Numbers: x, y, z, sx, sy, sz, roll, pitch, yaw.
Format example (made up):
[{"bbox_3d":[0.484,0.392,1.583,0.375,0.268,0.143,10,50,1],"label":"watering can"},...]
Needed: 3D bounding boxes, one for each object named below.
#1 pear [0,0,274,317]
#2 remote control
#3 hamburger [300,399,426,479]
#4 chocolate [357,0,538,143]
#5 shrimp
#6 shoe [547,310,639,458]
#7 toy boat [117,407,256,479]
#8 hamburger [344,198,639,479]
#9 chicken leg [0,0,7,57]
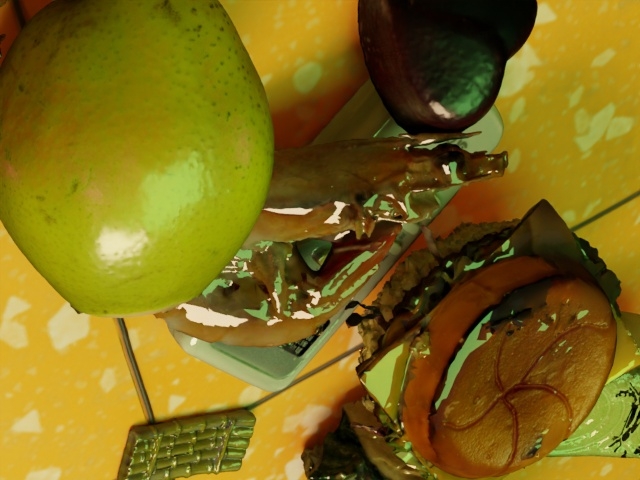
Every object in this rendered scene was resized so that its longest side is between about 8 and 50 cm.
[{"bbox_3d":[-0.123,-0.071,1.156,0.187,0.187,0.219,-17,120,-26],"label":"pear"},{"bbox_3d":[0.018,-0.013,1.398,0.296,0.056,0.140,-48,140,8],"label":"remote control"},{"bbox_3d":[0.105,0.271,1.600,0.132,0.211,0.309,-35,141,0],"label":"hamburger"},{"bbox_3d":[0.095,-0.153,1.288,0.125,0.080,0.148,36,78,-18],"label":"chocolate"},{"bbox_3d":[0.000,0.000,1.307,0.287,0.063,0.152,-11,108,7],"label":"shrimp"},{"bbox_3d":[0.236,0.134,1.647,0.262,0.128,0.140,8,114,-9],"label":"shoe"},{"bbox_3d":[-0.109,0.172,1.490,0.115,0.016,0.063,-7,129,-35],"label":"toy boat"},{"bbox_3d":[0.126,0.081,1.450,0.243,0.139,0.261,-40,133,-10],"label":"hamburger"},{"bbox_3d":[-0.204,-0.147,1.111,0.145,0.062,0.037,-54,175,14],"label":"chicken leg"}]
